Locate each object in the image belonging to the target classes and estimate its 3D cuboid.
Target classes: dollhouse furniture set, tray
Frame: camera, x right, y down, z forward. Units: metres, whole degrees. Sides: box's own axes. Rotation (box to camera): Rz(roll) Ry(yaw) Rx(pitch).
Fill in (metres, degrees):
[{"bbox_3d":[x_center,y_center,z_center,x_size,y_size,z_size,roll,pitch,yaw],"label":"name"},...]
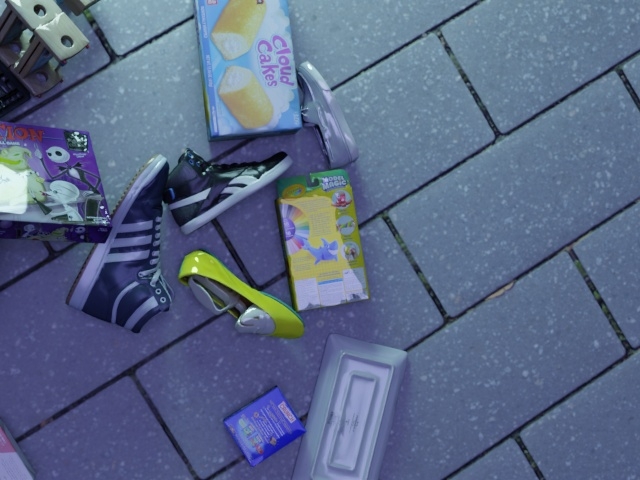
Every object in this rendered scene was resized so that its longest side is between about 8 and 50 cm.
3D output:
[{"bbox_3d":[-0.411,-0.344,1.842,0.129,0.129,0.184,49,52,-5],"label":"dollhouse furniture set"},{"bbox_3d":[0.051,0.301,1.925,0.145,0.030,0.270,15,86,-8],"label":"tray"}]

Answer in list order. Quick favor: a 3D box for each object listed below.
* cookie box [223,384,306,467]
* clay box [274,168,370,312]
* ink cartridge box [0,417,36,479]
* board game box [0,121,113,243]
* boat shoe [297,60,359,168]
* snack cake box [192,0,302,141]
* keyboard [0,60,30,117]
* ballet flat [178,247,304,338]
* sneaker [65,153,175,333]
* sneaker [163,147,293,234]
[{"bbox_3d":[-0.091,0.304,1.893,0.107,0.040,0.092,-32,93,-5],"label":"cookie box"},{"bbox_3d":[0.000,0.000,1.915,0.127,0.053,0.222,-9,88,-10],"label":"clay box"},{"bbox_3d":[-0.561,0.378,1.800,0.198,0.067,0.115,-31,93,-11],"label":"ink cartridge box"},{"bbox_3d":[-0.497,-0.095,1.722,0.347,0.056,0.208,3,45,-32],"label":"board game box"},{"bbox_3d":[-0.002,-0.206,1.922,0.063,0.066,0.184,-28,102,-10],"label":"boat shoe"},{"bbox_3d":[-0.122,-0.301,1.888,0.152,0.089,0.264,-7,89,-9],"label":"snack cake box"},{"bbox_3d":[-0.615,-0.300,1.784,0.317,0.033,0.201,47,48,-5],"label":"keyboard"},{"bbox_3d":[-0.135,0.105,1.872,0.231,0.077,0.077,37,45,-2],"label":"ballet flat"},{"bbox_3d":[-0.274,0.013,1.837,0.153,0.099,0.282,29,95,-4],"label":"sneaker"},{"bbox_3d":[-0.161,-0.114,1.878,0.217,0.079,0.121,-33,95,-8],"label":"sneaker"}]
